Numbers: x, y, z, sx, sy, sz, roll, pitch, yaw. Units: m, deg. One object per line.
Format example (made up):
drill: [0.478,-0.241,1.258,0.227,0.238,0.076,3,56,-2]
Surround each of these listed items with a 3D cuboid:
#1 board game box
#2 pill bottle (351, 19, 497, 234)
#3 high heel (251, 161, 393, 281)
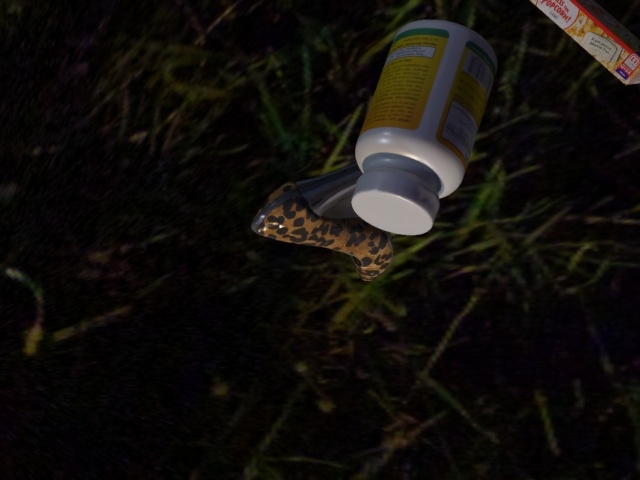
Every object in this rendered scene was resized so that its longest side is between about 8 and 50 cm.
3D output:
board game box: [0.393,-0.301,1.816,0.193,0.146,0.045,44,112,12]
pill bottle: [0.104,-0.116,1.328,0.117,0.117,0.208,25,66,-14]
high heel: [0.000,0.000,1.698,0.186,0.261,0.093,-23,55,-13]
